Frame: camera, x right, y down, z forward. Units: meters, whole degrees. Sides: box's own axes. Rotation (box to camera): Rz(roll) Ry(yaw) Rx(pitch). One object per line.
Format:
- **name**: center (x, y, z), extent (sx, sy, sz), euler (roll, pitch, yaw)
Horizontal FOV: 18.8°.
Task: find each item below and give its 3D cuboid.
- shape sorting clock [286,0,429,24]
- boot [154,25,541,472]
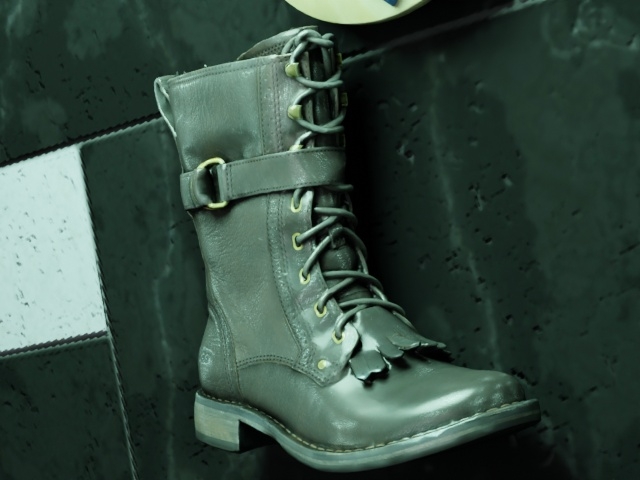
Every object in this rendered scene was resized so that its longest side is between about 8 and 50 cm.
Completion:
- **shape sorting clock**: center (0.027, -0.216, 1.016), extent (0.206, 0.040, 0.206), euler (4, 95, 46)
- **boot**: center (0.000, 0.000, 1.032), extent (0.263, 0.091, 0.229), euler (0, 95, 45)
